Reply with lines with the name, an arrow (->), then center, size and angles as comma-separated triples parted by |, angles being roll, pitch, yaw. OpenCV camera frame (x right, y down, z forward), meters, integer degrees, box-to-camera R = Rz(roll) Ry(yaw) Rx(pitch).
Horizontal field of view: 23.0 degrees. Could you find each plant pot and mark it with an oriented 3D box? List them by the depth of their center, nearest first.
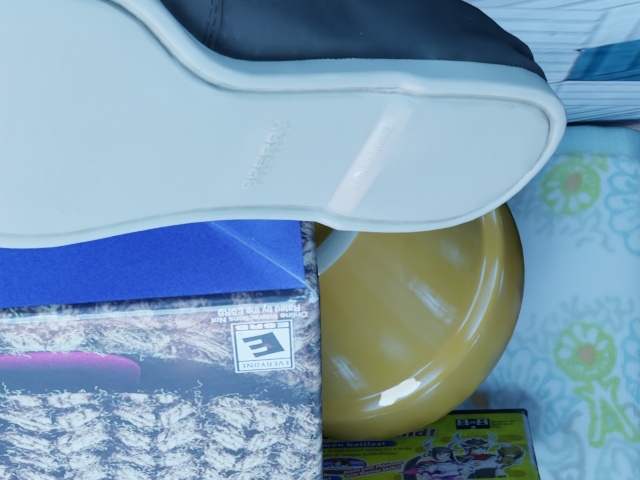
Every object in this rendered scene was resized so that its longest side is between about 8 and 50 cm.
plant pot -> 0.000, 0.000, 0.926 | 0.205, 0.205, 0.188 | -6, 160, 18

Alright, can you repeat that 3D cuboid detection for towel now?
towel -> 0.061, 0.084, 1.150 | 0.374, 0.320, 0.090 | -6, 153, 27

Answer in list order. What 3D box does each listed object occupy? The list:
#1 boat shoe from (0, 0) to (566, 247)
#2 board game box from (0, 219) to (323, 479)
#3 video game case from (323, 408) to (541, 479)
boat shoe -> -0.057, -0.065, 0.533 | 0.335, 0.095, 0.112 | 5, 132, -41
board game box -> -0.117, 0.058, 0.729 | 0.232, 0.141, 0.291 | -4, 143, -2
video game case -> -0.005, 0.171, 0.914 | 0.275, 0.035, 0.248 | -2, -159, 3
